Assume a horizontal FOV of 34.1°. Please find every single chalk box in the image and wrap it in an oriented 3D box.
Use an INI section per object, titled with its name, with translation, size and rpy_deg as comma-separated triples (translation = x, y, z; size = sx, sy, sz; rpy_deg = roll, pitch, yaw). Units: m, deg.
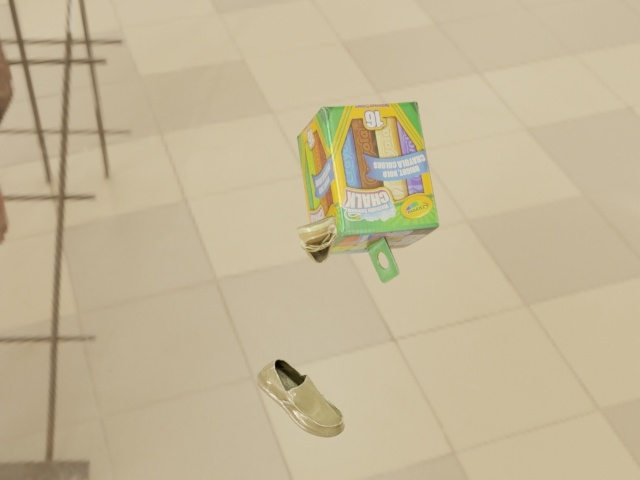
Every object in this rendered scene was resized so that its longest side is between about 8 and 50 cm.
[chalk box]
translation = 0.080, -0.072, 1.796
size = 0.179, 0.180, 0.289
rpy_deg = -4, 78, -18

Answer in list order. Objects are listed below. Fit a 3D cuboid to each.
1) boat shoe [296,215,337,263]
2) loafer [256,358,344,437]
[boat shoe]
translation = -0.002, 0.001, 1.434
size = 0.056, 0.153, 0.048
rpy_deg = -18, 84, -8
[loafer]
translation = -0.027, 0.222, 1.476
size = 0.148, 0.050, 0.056
rpy_deg = 34, 43, 13
